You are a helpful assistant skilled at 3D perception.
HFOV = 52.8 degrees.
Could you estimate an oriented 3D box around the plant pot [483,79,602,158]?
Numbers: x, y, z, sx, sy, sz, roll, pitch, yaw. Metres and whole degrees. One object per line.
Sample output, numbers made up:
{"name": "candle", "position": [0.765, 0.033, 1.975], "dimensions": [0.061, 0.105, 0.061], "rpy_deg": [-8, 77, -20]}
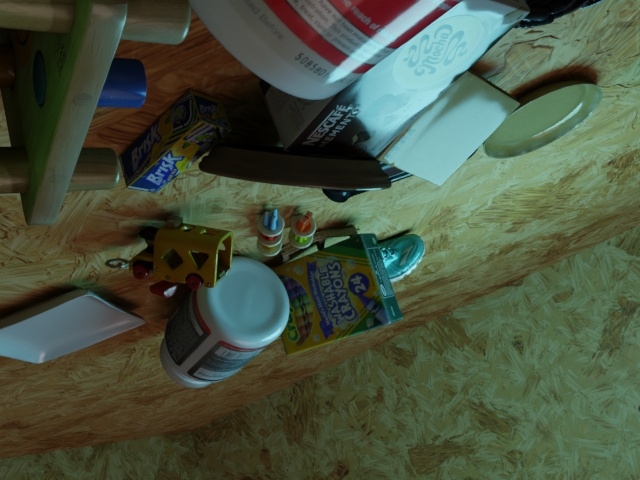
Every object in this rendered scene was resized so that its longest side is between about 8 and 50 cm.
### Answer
{"name": "plant pot", "position": [0.418, -0.234, 1.235], "dimensions": [0.236, 0.032, 0.236], "rpy_deg": [-18, 159, -7]}

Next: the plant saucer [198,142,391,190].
{"name": "plant saucer", "position": [-0.034, -0.109, 0.926], "dimensions": [0.277, 0.041, 0.278], "rpy_deg": [6, -170, -1]}

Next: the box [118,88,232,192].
{"name": "box", "position": [-0.203, -0.132, 0.887], "dimensions": [0.169, 0.054, 0.059], "rpy_deg": [-34, 156, 31]}

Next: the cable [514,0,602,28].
{"name": "cable", "position": [0.327, -0.352, 0.850], "dimensions": [0.184, 0.047, 0.151], "rpy_deg": [-13, 154, -12]}

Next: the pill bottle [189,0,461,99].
{"name": "pill bottle", "position": [0.086, -0.304, 0.468], "dimensions": [0.407, 0.229, 0.229], "rpy_deg": [-31, 157, 29]}

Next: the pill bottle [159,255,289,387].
{"name": "pill bottle", "position": [-0.236, 0.203, 1.480], "dimensions": [0.210, 0.210, 0.363], "rpy_deg": [-5, 155, -35]}

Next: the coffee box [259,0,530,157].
{"name": "coffee box", "position": [0.076, -0.234, 0.795], "dimensions": [0.168, 0.119, 0.297], "rpy_deg": [-3, 154, -40]}

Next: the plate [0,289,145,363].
{"name": "plate", "position": [-0.551, 0.178, 1.362], "dimensions": [0.278, 0.045, 0.277], "rpy_deg": [-21, 159, 3]}

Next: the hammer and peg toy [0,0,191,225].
{"name": "hammer and peg toy", "position": [-0.185, -0.197, 0.438], "dimensions": [0.127, 0.266, 0.361], "rpy_deg": [-5, 156, -35]}

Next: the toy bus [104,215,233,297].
{"name": "toy bus", "position": [-0.253, 0.013, 1.133], "dimensions": [0.202, 0.191, 0.104], "rpy_deg": [-6, 112, -35]}

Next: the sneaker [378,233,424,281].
{"name": "sneaker", "position": [0.129, 0.052, 1.601], "dimensions": [0.275, 0.107, 0.110], "rpy_deg": [-21, 150, 1]}

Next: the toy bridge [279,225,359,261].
{"name": "toy bridge", "position": [0.000, 0.000, 1.448], "dimensions": [0.188, 0.026, 0.063], "rpy_deg": [-17, 159, -9]}

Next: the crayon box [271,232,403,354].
{"name": "crayon box", "position": [0.002, 0.132, 1.466], "dimensions": [0.322, 0.203, 0.083], "rpy_deg": [-23, 171, 28]}

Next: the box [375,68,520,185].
{"name": "box", "position": [0.209, -0.185, 1.069], "dimensions": [0.164, 0.021, 0.201], "rpy_deg": [16, 128, -37]}

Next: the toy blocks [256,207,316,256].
{"name": "toy blocks", "position": [-0.065, -0.029, 1.276], "dimensions": [0.123, 0.054, 0.148], "rpy_deg": [-14, 158, -13]}

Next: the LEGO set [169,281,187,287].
{"name": "LEGO set", "position": [-0.304, 0.084, 1.396], "dimensions": [0.054, 0.024, 0.083], "rpy_deg": [-8, 170, -25]}

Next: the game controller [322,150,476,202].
{"name": "game controller", "position": [0.153, -0.151, 1.184], "dimensions": [0.319, 0.067, 0.166], "rpy_deg": [-19, 174, -2]}
